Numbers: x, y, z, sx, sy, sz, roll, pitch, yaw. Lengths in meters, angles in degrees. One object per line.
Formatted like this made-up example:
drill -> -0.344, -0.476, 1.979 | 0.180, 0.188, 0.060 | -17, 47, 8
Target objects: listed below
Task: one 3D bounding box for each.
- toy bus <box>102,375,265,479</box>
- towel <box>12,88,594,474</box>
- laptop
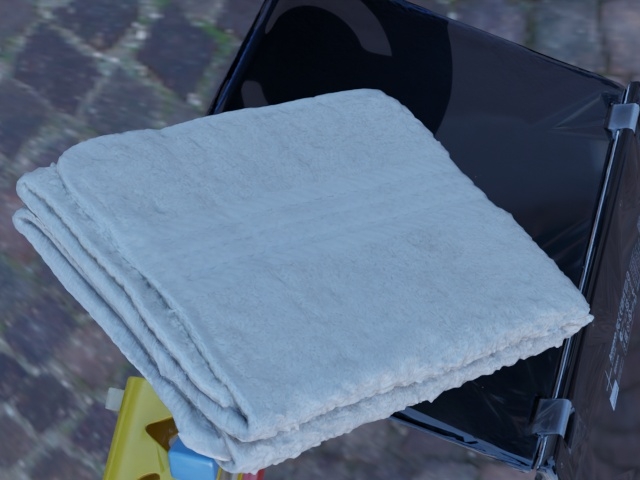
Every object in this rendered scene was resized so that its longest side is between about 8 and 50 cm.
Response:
toy bus -> -0.099, 0.130, 1.337 | 0.104, 0.202, 0.191 | 11, 124, 9
towel -> -0.003, 0.011, 0.942 | 0.282, 0.187, 0.049 | -14, 145, -46
laptop -> 0.098, 0.060, 1.299 | 0.382, 0.236, 0.408 | -68, 144, -45
